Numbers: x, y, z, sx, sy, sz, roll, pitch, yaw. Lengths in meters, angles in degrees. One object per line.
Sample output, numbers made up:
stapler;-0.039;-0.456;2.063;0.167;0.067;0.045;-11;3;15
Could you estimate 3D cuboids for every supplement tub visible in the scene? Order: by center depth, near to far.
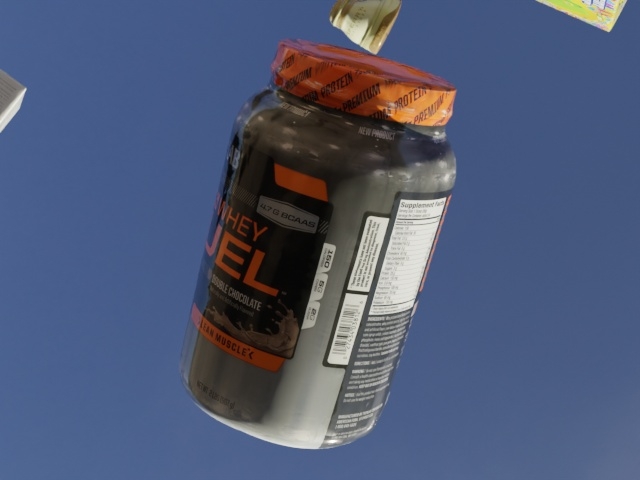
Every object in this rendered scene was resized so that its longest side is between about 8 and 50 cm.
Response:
supplement tub;0.000;0.000;0.870;0.207;0.207;0.338;23;-71;26

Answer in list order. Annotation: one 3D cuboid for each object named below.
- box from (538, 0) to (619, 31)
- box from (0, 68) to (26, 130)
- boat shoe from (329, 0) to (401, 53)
box;0.321;-0.450;1.300;0.279;0.290;0.177;27;-83;13
box;-0.467;-0.145;1.202;0.091;0.130;0.170;38;-106;-15
boat shoe;0.070;-0.364;1.418;0.089;0.285;0.104;24;-67;-7
